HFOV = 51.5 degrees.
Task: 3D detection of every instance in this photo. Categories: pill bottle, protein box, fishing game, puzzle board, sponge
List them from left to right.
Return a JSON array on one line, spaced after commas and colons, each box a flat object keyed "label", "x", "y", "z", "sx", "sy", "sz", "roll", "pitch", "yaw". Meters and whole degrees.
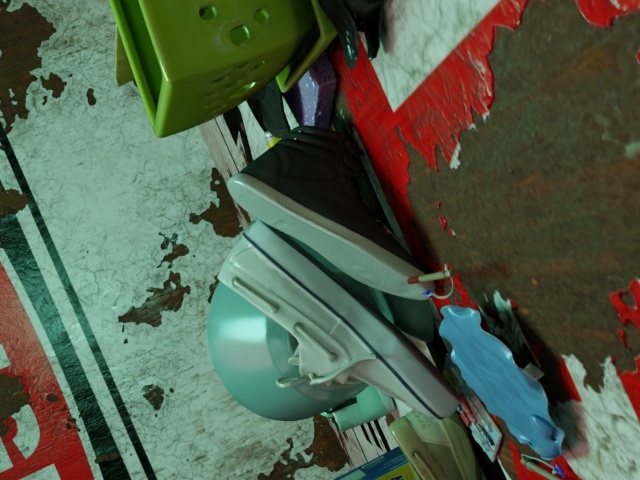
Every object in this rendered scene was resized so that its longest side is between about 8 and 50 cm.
[{"label": "pill bottle", "x": -0.077, "y": -0.175, "z": 1.282, "sx": 0.083, "sy": 0.043, "sz": 0.043, "roll": 69, "pitch": 169, "yaw": -18}, {"label": "sponge", "x": -0.021, "y": -0.220, "z": 0.938, "sx": 0.210, "sy": 0.031, "sz": 0.117, "roll": 107, "pitch": 138, "yaw": -74}, {"label": "protein box", "x": 0.135, "y": 0.510, "z": 1.304, "sx": 0.136, "sy": 0.200, "sz": 0.201, "roll": 64, "pitch": 170, "yaw": 8}, {"label": "puzzle board", "x": 0.197, "y": 0.222, "z": 0.880, "sx": 0.128, "sy": 0.011, "sz": 0.096, "roll": 58, "pitch": 167, "yaw": 36}, {"label": "fishing game", "x": 0.186, "y": 0.137, "z": 0.675, "sx": 0.264, "sy": 0.041, "sz": 0.189, "roll": 58, "pitch": 170, "yaw": 2}]

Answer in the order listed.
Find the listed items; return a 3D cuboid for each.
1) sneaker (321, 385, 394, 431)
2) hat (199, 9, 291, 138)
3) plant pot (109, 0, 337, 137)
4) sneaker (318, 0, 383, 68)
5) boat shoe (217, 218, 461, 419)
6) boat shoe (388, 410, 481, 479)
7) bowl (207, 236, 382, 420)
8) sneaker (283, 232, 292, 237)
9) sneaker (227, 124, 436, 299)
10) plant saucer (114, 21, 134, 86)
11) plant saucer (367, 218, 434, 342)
[{"label": "sneaker", "x": 0.040, "y": 0.300, "z": 1.455, "sx": 0.256, "sy": 0.151, "sz": 0.094, "roll": -124, "pitch": 13, "yaw": -48}, {"label": "hat", "x": -0.146, "y": -0.299, "z": 1.006, "sx": 0.331, "sy": 0.134, "sz": 0.331, "roll": 165, "pitch": 90, "yaw": -81}, {"label": "plant pot", "x": -0.111, "y": -0.265, "z": 0.727, "sx": 0.228, "sy": 0.207, "sz": 0.227, "roll": 164, "pitch": 88, "yaw": -74}, {"label": "sneaker", "x": 0.015, "y": -0.255, "z": 0.623, "sx": 0.170, "sy": 0.051, "sz": 0.089, "roll": 63, "pitch": 165, "yaw": -2}, {"label": "boat shoe", "x": 0.005, "y": 0.139, "z": 0.888, "sx": 0.367, "sy": 0.156, "sz": 0.136, "roll": 40, "pitch": -176, "yaw": 6}, {"label": "boat shoe", "x": 0.194, "y": 0.399, "z": 1.006, "sx": 0.121, "sy": 0.110, "sz": 0.341, "roll": -154, "pitch": 41, "yaw": -74}, {"label": "bowl", "x": -0.009, "y": 0.139, "z": 1.065, "sx": 0.163, "sy": 0.311, "sz": 0.311, "roll": -15, "pitch": 100, "yaw": 60}, {"label": "sneaker", "x": -0.012, "y": 0.116, "z": 1.309, "sx": 0.146, "sy": 0.134, "sz": 0.343, "roll": 31, "pitch": 166, "yaw": 36}, {"label": "sneaker", "x": 0.041, "y": -0.048, "z": 0.849, "sx": 0.296, "sy": 0.147, "sz": 0.104, "roll": 31, "pitch": 158, "yaw": 11}, {"label": "plant saucer", "x": -0.230, "y": -0.442, "z": 0.948, "sx": 0.333, "sy": 0.081, "sz": 0.333, "roll": 115, "pitch": 158, "yaw": -53}, {"label": "plant saucer", "x": 0.099, "y": 0.065, "z": 0.955, "sx": 0.195, "sy": 0.037, "sz": 0.195, "roll": 157, "pitch": 90, "yaw": -80}]
